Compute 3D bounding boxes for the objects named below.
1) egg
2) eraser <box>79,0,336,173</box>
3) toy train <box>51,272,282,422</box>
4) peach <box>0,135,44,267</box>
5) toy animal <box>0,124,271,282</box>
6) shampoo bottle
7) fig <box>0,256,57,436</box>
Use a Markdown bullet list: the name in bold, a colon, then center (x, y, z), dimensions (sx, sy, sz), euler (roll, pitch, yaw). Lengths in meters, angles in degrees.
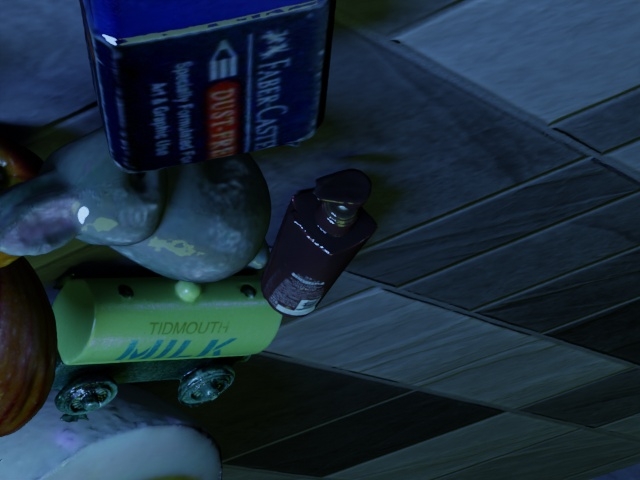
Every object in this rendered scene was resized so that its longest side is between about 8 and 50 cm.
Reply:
- **egg**: center (-0.282, 0.247, 1.995), dimensions (0.337, 0.201, 0.337), euler (-28, 147, -20)
- **eraser**: center (-0.067, -0.145, 1.170), dimensions (0.155, 0.101, 0.332), euler (-11, 162, -7)
- **toy train**: center (-0.153, 0.082, 1.787), dimensions (0.253, 0.105, 0.157), euler (0, 144, -38)
- **peach**: center (-0.242, -0.026, 1.402), dimensions (0.101, 0.100, 0.100), euler (-12, 161, -4)
- **toy animal**: center (-0.137, -0.032, 1.365), dimensions (0.127, 0.125, 0.251), euler (11, -174, 29)
- **shampoo bottle**: center (-0.002, -0.001, 1.691), dimensions (0.068, 0.067, 0.236), euler (-27, 166, -24)
- **fig**: center (-0.284, 0.045, 1.542), dimensions (0.175, 0.207, 0.175), euler (13, -173, -2)
